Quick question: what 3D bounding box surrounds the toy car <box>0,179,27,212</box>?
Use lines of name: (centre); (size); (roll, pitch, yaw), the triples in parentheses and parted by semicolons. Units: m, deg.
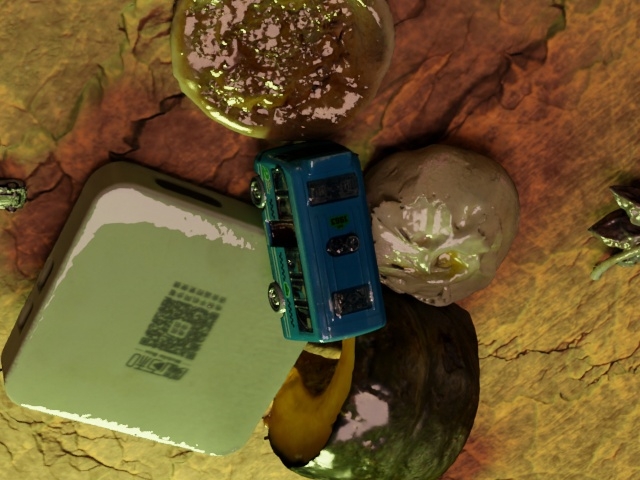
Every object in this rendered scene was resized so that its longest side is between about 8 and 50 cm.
toy car: (-0.413, -0.059, 1.615); (0.093, 0.025, 0.041); (4, 128, -19)

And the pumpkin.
pumpkin: (0.074, 0.214, 1.803); (0.225, 0.256, 0.303); (8, 144, -22)

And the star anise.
star anise: (0.470, -0.021, 1.796); (0.230, 0.081, 0.262); (19, 123, -38)

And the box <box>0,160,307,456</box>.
box: (-0.199, 0.103, 1.733); (0.367, 0.090, 0.373); (20, 115, -25)

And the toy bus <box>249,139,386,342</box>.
toy bus: (0.000, 0.000, 1.612); (0.113, 0.134, 0.246); (-12, 97, -26)

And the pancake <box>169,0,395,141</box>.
pancake: (-0.045, -0.227, 1.533); (0.282, 0.049, 0.282); (-4, 129, -5)

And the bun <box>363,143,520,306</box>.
bun: (0.149, -0.014, 1.692); (0.239, 0.141, 0.239); (-5, 133, -5)
